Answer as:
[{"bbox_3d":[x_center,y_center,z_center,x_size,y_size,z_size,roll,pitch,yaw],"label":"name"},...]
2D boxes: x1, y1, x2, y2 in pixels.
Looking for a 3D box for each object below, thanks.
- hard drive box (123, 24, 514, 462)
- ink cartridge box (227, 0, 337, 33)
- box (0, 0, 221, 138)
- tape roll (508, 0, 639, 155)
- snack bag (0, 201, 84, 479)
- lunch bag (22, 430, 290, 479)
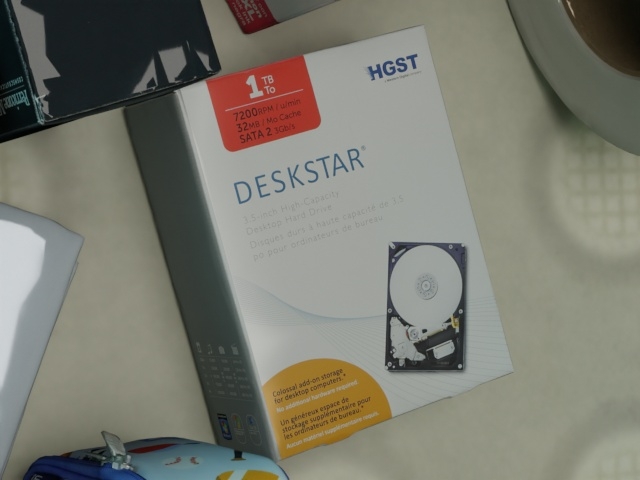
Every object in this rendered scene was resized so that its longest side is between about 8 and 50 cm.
[{"bbox_3d":[0.000,0.000,1.049,0.181,0.089,0.232,-19,96,-26],"label":"hard drive box"},{"bbox_3d":[0.048,-0.216,0.996,0.172,0.237,0.100,-31,101,-23],"label":"ink cartridge box"},{"bbox_3d":[-0.167,-0.147,0.877,0.103,0.261,0.184,-16,96,-25],"label":"box"},{"bbox_3d":[0.254,-0.194,1.092,0.169,0.246,0.246,-24,99,-25],"label":"tape roll"},{"bbox_3d":[-0.335,0.089,0.914,0.342,0.037,0.323,22,78,-20],"label":"snack bag"},{"bbox_3d":[-0.088,0.251,0.911,0.115,0.243,0.303,-4,91,-26],"label":"lunch bag"}]
